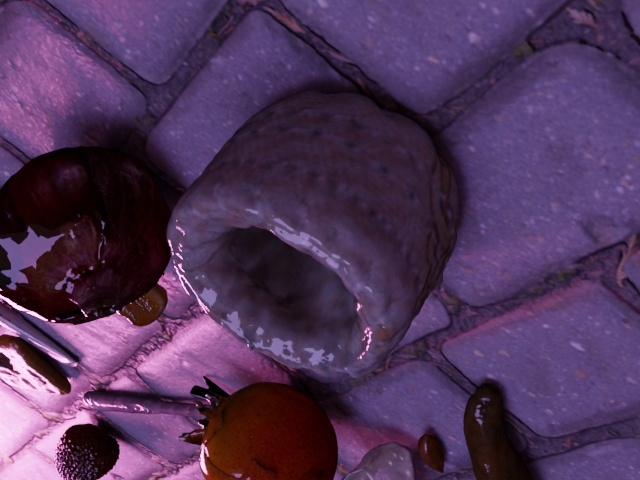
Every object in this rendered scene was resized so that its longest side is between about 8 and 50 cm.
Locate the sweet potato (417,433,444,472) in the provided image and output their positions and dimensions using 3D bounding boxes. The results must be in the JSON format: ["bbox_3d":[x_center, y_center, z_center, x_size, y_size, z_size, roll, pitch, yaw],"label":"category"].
[{"bbox_3d":[0.158,0.304,1.553,0.034,0.034,0.095,8,139,32],"label":"sweet potato"}]

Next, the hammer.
[{"bbox_3d":[-0.275,0.297,1.889,0.427,0.044,0.152,-6,130,44],"label":"hammer"}]

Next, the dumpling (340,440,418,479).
[{"bbox_3d":[0.078,0.372,1.616,0.134,0.099,0.169,-12,158,-8],"label":"dumpling"}]

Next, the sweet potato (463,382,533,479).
[{"bbox_3d":[0.235,0.289,1.444,0.075,0.075,0.273,5,133,35],"label":"sweet potato"}]

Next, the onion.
[{"bbox_3d":[-0.294,0.006,1.345,0.252,0.252,0.219,75,170,-46],"label":"onion"}]

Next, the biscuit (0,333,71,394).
[{"bbox_3d":[-0.569,0.229,2.030,0.183,0.039,0.174,1,143,38],"label":"biscuit"}]

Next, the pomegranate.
[{"bbox_3d":[-0.087,0.309,1.602,0.235,0.210,0.210,21,145,16],"label":"pomegranate"}]

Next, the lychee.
[{"bbox_3d":[-0.460,0.418,2.128,0.123,0.123,0.129,35,111,-4],"label":"lychee"}]

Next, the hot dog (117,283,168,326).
[{"bbox_3d":[-0.327,0.010,1.530,0.088,0.061,0.286,-34,115,10],"label":"hot dog"}]

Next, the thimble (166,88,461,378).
[{"bbox_3d":[0.000,0.000,1.144,0.292,0.195,0.291,22,145,17],"label":"thimble"}]

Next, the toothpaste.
[{"bbox_3d":[-0.523,0.162,1.927,0.218,0.033,0.052,39,151,-16],"label":"toothpaste"}]
